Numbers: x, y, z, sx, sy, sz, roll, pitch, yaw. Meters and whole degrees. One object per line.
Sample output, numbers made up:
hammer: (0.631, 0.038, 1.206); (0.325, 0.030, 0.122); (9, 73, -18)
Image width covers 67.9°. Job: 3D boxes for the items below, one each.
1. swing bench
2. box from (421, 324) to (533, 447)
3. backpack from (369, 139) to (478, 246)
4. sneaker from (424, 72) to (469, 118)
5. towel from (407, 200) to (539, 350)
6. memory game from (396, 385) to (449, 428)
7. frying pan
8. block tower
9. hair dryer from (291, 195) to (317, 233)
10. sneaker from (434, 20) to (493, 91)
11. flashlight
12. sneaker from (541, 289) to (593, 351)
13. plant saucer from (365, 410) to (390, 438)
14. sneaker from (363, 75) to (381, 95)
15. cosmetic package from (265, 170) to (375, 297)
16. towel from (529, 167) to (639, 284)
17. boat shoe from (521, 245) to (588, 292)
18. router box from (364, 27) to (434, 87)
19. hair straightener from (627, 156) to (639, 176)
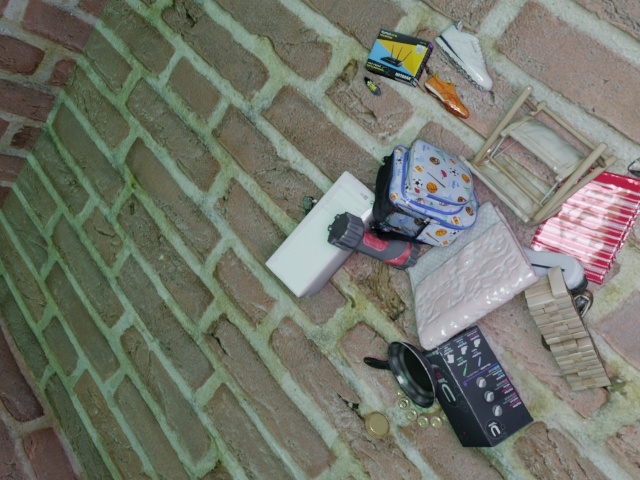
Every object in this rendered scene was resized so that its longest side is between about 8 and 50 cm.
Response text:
swing bench: (0.545, -0.205, 1.216); (0.255, 0.165, 0.253); (-50, 58, 25)
box: (0.397, 0.389, 1.261); (0.143, 0.165, 0.270); (-22, 72, -19)
backpack: (0.289, -0.119, 1.267); (0.213, 0.263, 0.277); (-42, 28, 52)
sneaker: (0.379, -0.427, 1.394); (0.067, 0.064, 0.175); (-41, 72, 11)
towel: (0.373, 0.086, 1.250); (0.332, 0.053, 0.317); (-43, 26, 28)
memory game: (0.314, 0.468, 1.416); (0.186, 0.012, 0.186); (-2, 87, 29)
frying pan: (0.238, 0.389, 1.363); (0.197, 0.053, 0.326); (62, 157, 15)
block tower: (0.584, 0.217, 1.131); (0.097, 0.091, 0.335); (-22, 119, 26)
hair dryer: (0.000, 0.000, 1.575); (0.223, 0.080, 0.294); (15, 95, 28)
sneaker: (0.428, -0.528, 1.361); (0.094, 0.090, 0.235); (-36, 72, 13)
flashlight: (0.155, 0.000, 1.330); (0.103, 0.304, 0.103); (-24, 56, 37)
sneaker: (0.627, 0.204, 1.219); (0.066, 0.071, 0.189); (33, 103, 26)
plant saucer: (0.181, 0.575, 1.484); (0.083, 0.015, 0.084); (-1, 88, 29)
sneaker: (0.163, -0.497, 1.531); (0.031, 0.035, 0.083); (-46, 68, 20)
cosmetic package: (0.028, -0.009, 1.448); (0.155, 0.197, 0.365); (44, 95, 14)
towel: (0.684, -0.049, 1.223); (0.198, 0.031, 0.275); (27, 101, 28)
boat shoe: (0.524, 0.076, 1.253); (0.335, 0.119, 0.121); (23, 77, 51)
router box: (0.243, -0.571, 1.484); (0.178, 0.046, 0.133); (29, 102, 27)
hair straightener: (0.865, -0.163, 1.128); (0.230, 0.047, 0.089); (18, 79, 34)
